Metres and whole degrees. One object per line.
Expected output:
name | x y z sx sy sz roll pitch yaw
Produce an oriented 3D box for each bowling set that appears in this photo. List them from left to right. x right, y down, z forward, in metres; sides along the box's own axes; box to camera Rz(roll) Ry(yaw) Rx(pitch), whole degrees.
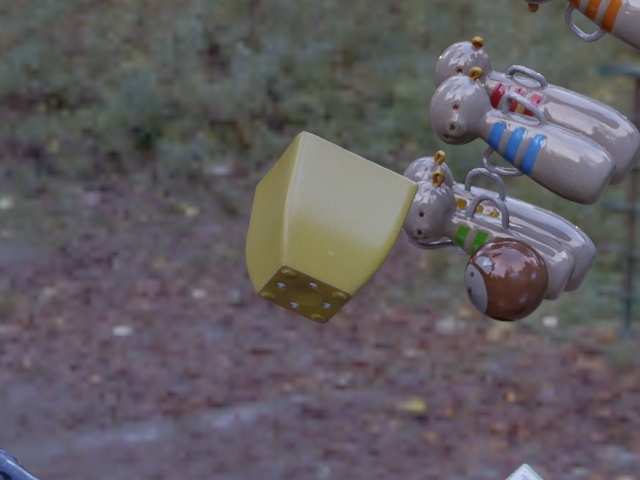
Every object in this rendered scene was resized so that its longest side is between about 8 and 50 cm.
bowling set | 0.114 -0.052 1.260 0.154 0.287 0.200 28 41 13

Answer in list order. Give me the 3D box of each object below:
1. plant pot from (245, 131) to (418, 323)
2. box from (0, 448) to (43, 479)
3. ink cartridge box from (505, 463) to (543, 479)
plant pot | 0.000 0.000 1.154 0.081 0.083 0.081 24 -33 -12
box | -0.477 0.402 1.747 0.297 0.480 0.472 33 -21 11
ink cartridge box | 0.072 0.284 1.472 0.056 0.235 0.171 45 32 7
